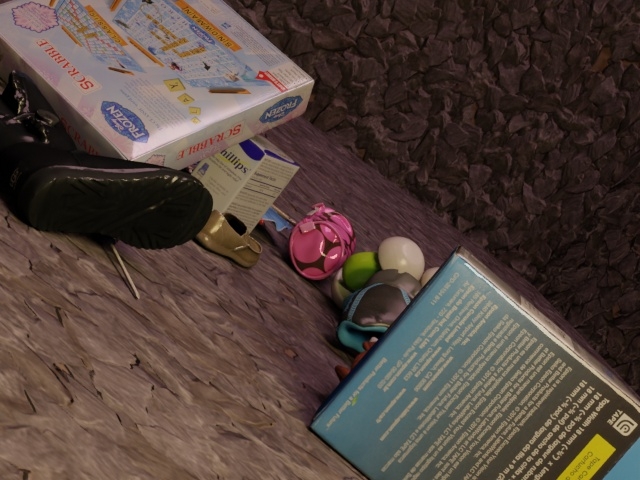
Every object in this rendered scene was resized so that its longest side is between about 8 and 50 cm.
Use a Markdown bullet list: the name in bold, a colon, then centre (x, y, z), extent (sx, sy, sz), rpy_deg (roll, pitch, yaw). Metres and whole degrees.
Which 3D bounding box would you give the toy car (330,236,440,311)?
- **toy car**: centre (0.103, 0.094, 2.246), extent (0.182, 0.159, 0.136), rpy_deg (36, 46, -22)

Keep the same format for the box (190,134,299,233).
- **box**: centre (-0.114, -0.075, 2.120), extent (0.072, 0.137, 0.126), rpy_deg (41, 9, 19)

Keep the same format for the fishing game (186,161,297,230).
- **fishing game**: centre (-0.126, -0.064, 2.350), extent (0.189, 0.041, 0.264), rpy_deg (37, 6, 4)

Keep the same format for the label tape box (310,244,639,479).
- **label tape box**: centre (0.193, 0.204, 1.660), extent (0.333, 0.241, 0.106), rpy_deg (41, 7, 2)

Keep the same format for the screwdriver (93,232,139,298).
- **screwdriver**: centre (-0.213, 0.009, 1.661), extent (0.024, 0.025, 0.170), rpy_deg (32, 11, -39)

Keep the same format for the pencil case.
- **pencil case**: centre (0.000, 0.000, 2.373), extent (0.209, 0.095, 0.098), rpy_deg (-60, 139, -83)

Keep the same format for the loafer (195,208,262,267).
- **loafer**: centre (-0.112, -0.004, 2.057), extent (0.056, 0.050, 0.148), rpy_deg (43, 10, 23)

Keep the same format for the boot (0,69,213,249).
- **boot**: centre (-0.253, -0.090, 1.673), extent (0.246, 0.094, 0.207), rpy_deg (5, 34, -45)

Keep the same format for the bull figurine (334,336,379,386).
- **bull figurine**: centre (0.145, 0.227, 1.809), extent (0.310, 0.101, 0.188), rpy_deg (41, 5, -4)

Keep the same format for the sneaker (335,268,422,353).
- **sneaker**: centre (0.156, 0.196, 2.064), extent (0.341, 0.125, 0.139), rpy_deg (43, 37, 6)

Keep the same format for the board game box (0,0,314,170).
- **board game box**: centre (-0.229, -0.228, 2.055), extent (0.318, 0.066, 0.318), rpy_deg (-27, 59, -37)
